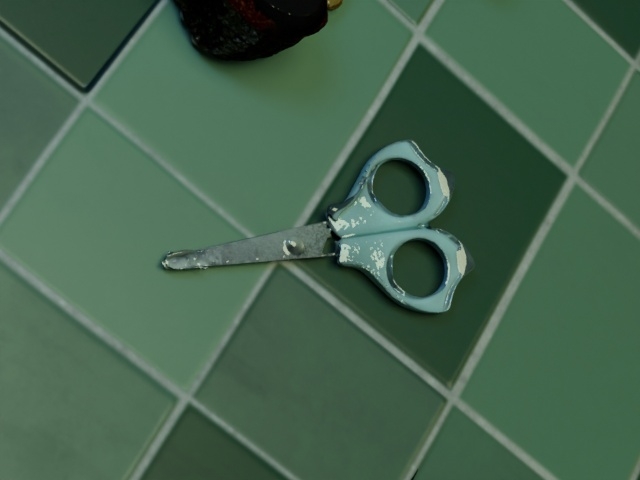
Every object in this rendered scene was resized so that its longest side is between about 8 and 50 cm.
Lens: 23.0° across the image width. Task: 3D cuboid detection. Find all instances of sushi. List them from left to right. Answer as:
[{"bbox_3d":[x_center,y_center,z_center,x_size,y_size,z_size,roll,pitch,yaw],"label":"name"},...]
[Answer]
[{"bbox_3d":[-0.088,-0.288,1.594,0.136,0.126,0.225,-36,92,-28],"label":"sushi"}]

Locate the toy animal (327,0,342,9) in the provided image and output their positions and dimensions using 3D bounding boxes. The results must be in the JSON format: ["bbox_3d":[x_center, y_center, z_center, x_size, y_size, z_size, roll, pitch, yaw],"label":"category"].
[{"bbox_3d":[-0.012,-0.288,1.682,0.083,0.081,0.060,26,72,17],"label":"toy animal"}]

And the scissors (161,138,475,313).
[{"bbox_3d":[0.001,0.000,1.631,0.360,0.029,0.191,-8,84,-30],"label":"scissors"}]
